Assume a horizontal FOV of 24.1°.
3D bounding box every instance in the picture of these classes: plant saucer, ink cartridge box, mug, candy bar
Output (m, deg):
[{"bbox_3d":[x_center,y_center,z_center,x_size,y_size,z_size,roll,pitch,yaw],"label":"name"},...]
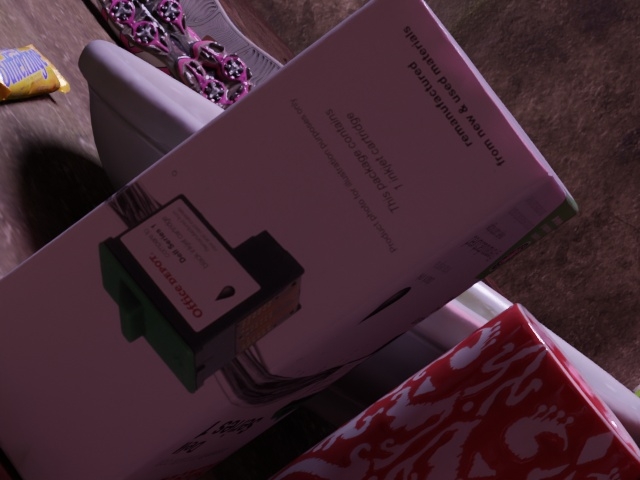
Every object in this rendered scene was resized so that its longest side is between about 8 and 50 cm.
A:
[{"bbox_3d":[0.009,0.031,0.881,0.400,0.100,0.400,35,4,-3],"label":"plant saucer"},{"bbox_3d":[-0.017,0.011,0.594,0.092,0.219,0.160,55,9,11],"label":"ink cartridge box"},{"bbox_3d":[0.060,0.126,0.665,0.150,0.169,0.113,47,8,-20],"label":"mug"},{"bbox_3d":[-0.183,-0.101,0.904,0.040,0.018,0.161,50,7,-3],"label":"candy bar"}]

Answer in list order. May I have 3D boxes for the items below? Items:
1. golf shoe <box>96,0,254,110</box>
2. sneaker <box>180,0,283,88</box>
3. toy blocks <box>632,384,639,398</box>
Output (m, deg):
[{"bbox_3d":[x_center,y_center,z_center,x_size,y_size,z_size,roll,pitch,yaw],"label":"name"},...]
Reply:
[{"bbox_3d":[-0.145,-0.179,1.363,0.186,0.067,0.086,48,-21,-7],"label":"golf shoe"},{"bbox_3d":[-0.109,-0.174,1.513,0.222,0.083,0.118,46,-13,19],"label":"sneaker"},{"bbox_3d":[0.300,0.249,1.171,0.381,0.191,0.261,52,-2,-10],"label":"toy blocks"}]
